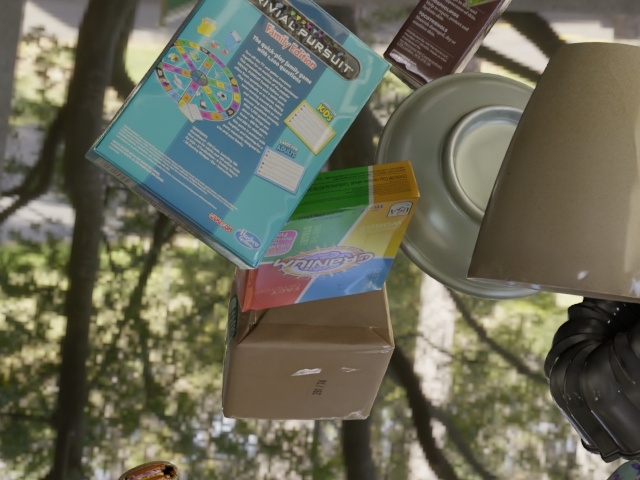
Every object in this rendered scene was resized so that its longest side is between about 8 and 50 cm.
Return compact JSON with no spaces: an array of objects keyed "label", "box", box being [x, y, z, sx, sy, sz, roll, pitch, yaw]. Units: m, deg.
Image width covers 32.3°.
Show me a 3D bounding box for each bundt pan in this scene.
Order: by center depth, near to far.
[{"label":"bundt pan","box":[0.420,0.121,1.433,0.124,0.331,0.331,42,167,-11]}]

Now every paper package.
[{"label":"paper package","box":[-0.032,0.212,2.146,0.309,0.168,0.325,1,146,-9]}]

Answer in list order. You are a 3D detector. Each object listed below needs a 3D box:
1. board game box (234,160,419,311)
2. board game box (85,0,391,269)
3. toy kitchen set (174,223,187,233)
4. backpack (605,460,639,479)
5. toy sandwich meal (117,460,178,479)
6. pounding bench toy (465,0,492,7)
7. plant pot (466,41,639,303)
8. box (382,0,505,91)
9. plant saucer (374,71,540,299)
[{"label":"board game box","box":[0.000,0.000,1.675,0.242,0.064,0.316,-9,155,-12]},{"label":"board game box","box":[-0.102,-0.170,1.441,0.254,0.336,0.079,37,166,-15]},{"label":"toy kitchen set","box":[-0.242,-0.061,1.966,0.075,0.068,0.083,50,-164,32]},{"label":"backpack","box":[0.546,0.494,1.806,0.191,0.225,0.253,19,-150,-42]},{"label":"toy sandwich meal","box":[-0.202,0.286,1.301,0.085,0.029,0.085,-17,150,-10]},{"label":"pounding bench toy","box":[0.216,-0.369,1.499,0.052,0.065,0.083,-15,163,0]},{"label":"plant pot","box":[0.310,-0.074,1.247,0.256,0.274,0.256,8,177,0]},{"label":"box","box":[0.281,-0.460,2.123,0.143,0.381,0.191,37,-176,4]},{"label":"plant saucer","box":[0.290,-0.106,1.808,0.400,0.400,0.100,6,162,-11]}]
